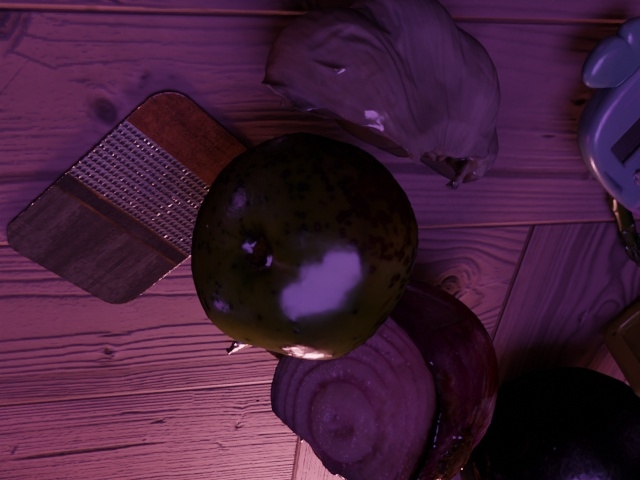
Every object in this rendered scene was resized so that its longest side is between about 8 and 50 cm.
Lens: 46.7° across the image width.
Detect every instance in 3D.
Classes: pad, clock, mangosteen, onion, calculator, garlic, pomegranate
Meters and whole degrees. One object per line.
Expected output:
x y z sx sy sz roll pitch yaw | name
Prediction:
-0.129 0.024 0.784 0.250 0.055 0.323 -38 110 16 | pad
0.490 0.120 0.968 0.096 0.143 0.202 30 117 -25 | clock
0.336 0.323 0.994 0.275 0.302 0.275 -17 158 -7 | mangosteen
0.093 0.169 0.867 0.256 0.272 0.231 -43 153 28 | onion
0.364 -0.125 0.780 0.299 0.041 0.185 33 103 -35 | calculator
0.073 -0.137 0.637 0.230 0.178 0.142 23 98 -42 | garlic
0.000 0.000 0.709 0.214 0.214 0.248 -51 167 26 | pomegranate

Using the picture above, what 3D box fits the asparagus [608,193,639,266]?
0.366 -0.032 0.885 0.034 0.027 0.236 -35 130 0 | asparagus
